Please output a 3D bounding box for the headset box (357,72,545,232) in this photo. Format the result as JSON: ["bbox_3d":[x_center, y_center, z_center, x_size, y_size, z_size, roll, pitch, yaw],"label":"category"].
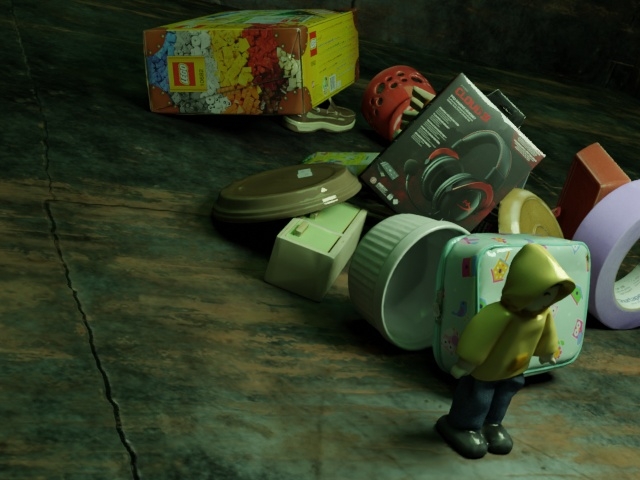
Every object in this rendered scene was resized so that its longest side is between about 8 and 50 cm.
[{"bbox_3d":[0.246,-0.147,1.702,0.218,0.293,0.110,45,2,-3],"label":"headset box"}]

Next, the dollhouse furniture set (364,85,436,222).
[{"bbox_3d":[0.198,-0.142,1.890,0.135,0.262,0.259,22,-8,5],"label":"dollhouse furniture set"}]

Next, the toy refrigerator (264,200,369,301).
[{"bbox_3d":[0.000,0.000,1.596,0.102,0.094,0.269,21,23,8],"label":"toy refrigerator"}]

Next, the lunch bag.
[{"bbox_3d":[0.288,0.103,1.413,0.279,0.224,0.107,-2,9,-37],"label":"lunch bag"}]

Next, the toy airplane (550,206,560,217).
[{"bbox_3d":[0.443,-0.016,1.945,0.028,0.151,0.151,49,16,-16],"label":"toy airplane"}]

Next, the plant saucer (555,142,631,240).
[{"bbox_3d":[0.523,-0.047,1.865,0.047,0.259,0.258,14,23,-5],"label":"plant saucer"}]

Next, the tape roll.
[{"bbox_3d":[0.586,0.028,1.719,0.274,0.275,0.090,2,28,-33],"label":"tape roll"}]

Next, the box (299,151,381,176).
[{"bbox_3d":[0.047,-0.161,2.016,0.179,0.043,0.105,4,20,13],"label":"box"}]

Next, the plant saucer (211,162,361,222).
[{"bbox_3d":[-0.064,-0.092,1.675,0.277,0.041,0.278,-10,15,3],"label":"plant saucer"}]

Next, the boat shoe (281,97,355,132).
[{"bbox_3d":[0.012,-0.330,2.355,0.095,0.095,0.257,30,26,28],"label":"boat shoe"}]

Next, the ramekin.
[{"bbox_3d":[0.139,0.056,1.438,0.207,0.207,0.109,-2,21,-38],"label":"ramekin"}]

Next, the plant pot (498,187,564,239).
[{"bbox_3d":[0.407,0.010,1.735,0.032,0.236,0.236,-21,-3,37],"label":"plant pot"}]

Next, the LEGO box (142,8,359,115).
[{"bbox_3d":[-0.145,-0.443,2.248,0.372,0.193,0.500,3,19,16],"label":"LEGO box"}]

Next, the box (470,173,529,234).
[{"bbox_3d":[0.326,-0.071,1.903,0.142,0.163,0.247,25,24,10],"label":"box"}]

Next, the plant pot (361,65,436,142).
[{"bbox_3d":[0.222,-0.331,2.404,0.191,0.191,0.174,4,36,-29],"label":"plant pot"}]

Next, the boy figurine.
[{"bbox_3d":[0.253,0.141,1.213,0.177,0.285,0.092,5,25,-35],"label":"boy figurine"}]
